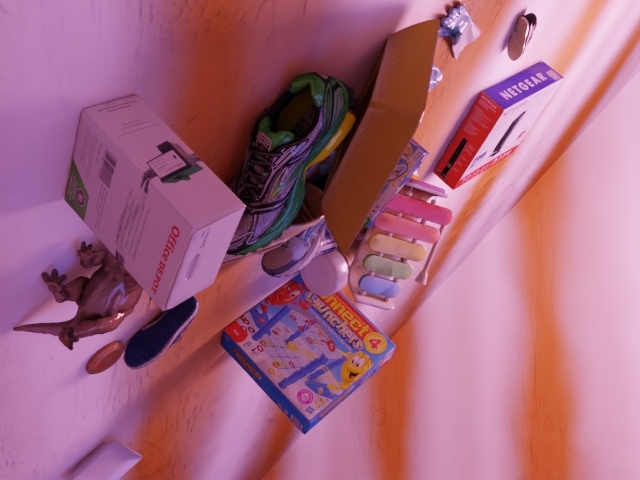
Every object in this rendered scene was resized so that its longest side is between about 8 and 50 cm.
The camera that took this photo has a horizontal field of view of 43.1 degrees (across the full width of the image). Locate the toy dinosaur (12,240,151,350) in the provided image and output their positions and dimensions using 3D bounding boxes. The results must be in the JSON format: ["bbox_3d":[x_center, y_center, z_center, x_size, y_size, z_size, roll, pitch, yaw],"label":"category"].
[{"bbox_3d":[-0.313,0.078,1.248,0.295,0.127,0.200,-40,170,2],"label":"toy dinosaur"}]

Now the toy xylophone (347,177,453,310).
[{"bbox_3d":[0.195,0.006,1.870,0.236,0.081,0.323,7,111,-27],"label":"toy xylophone"}]

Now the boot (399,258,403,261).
[{"bbox_3d":[0.142,0.057,2.214,0.152,0.073,0.197,-13,-176,16],"label":"boot"}]

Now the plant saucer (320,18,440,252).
[{"bbox_3d":[0.094,-0.199,1.433,0.333,0.080,0.333,-75,-171,-47],"label":"plant saucer"}]

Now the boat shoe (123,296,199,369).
[{"bbox_3d":[-0.304,0.186,1.590,0.183,0.066,0.066,-43,164,-9],"label":"boat shoe"}]

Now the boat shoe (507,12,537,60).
[{"bbox_3d":[0.477,-0.479,1.917,0.042,0.049,0.133,-29,153,-22],"label":"boat shoe"}]

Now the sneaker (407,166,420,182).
[{"bbox_3d":[0.156,-0.185,1.814,0.225,0.088,0.093,17,78,-60],"label":"sneaker"}]

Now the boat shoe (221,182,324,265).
[{"bbox_3d":[-0.112,-0.027,1.496,0.302,0.109,0.098,-24,159,-38],"label":"boat shoe"}]

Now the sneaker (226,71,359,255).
[{"bbox_3d":[-0.085,-0.130,1.319,0.344,0.134,0.146,-58,154,9],"label":"sneaker"}]

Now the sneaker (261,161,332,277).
[{"bbox_3d":[-0.040,-0.051,1.652,0.283,0.110,0.122,-51,144,9],"label":"sneaker"}]

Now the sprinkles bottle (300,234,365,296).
[{"bbox_3d":[0.101,0.022,2.067,0.355,0.121,0.121,-28,156,-45],"label":"sprinkles bottle"}]

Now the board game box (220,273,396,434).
[{"bbox_3d":[-0.030,0.257,1.982,0.302,0.308,0.086,-36,159,-30],"label":"board game box"}]

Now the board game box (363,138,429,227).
[{"bbox_3d":[0.111,-0.146,1.682,0.201,0.136,0.035,-53,162,21],"label":"board game box"}]

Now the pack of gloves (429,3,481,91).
[{"bbox_3d":[0.251,-0.371,1.648,0.195,0.046,0.232,-51,162,13],"label":"pack of gloves"}]

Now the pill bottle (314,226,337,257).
[{"bbox_3d":[0.000,0.000,1.870,0.120,0.067,0.067,-17,147,-57],"label":"pill bottle"}]

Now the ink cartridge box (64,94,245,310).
[{"bbox_3d":[-0.212,-0.047,1.014,0.092,0.219,0.160,-28,156,-43],"label":"ink cartridge box"}]

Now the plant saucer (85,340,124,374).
[{"bbox_3d":[-0.405,0.224,1.532,0.083,0.013,0.083,-40,162,-16],"label":"plant saucer"}]

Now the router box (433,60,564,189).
[{"bbox_3d":[0.495,-0.321,2.259,0.335,0.082,0.301,-30,157,-40],"label":"router box"}]

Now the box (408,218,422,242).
[{"bbox_3d":[0.204,-0.039,1.990,0.145,0.038,0.186,-61,158,3],"label":"box"}]

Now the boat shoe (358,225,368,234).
[{"bbox_3d":[0.142,-0.109,1.948,0.285,0.089,0.105,-31,143,-48],"label":"boat shoe"}]

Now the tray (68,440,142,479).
[{"bbox_3d":[-0.523,0.547,1.964,0.145,0.030,0.270,-42,162,-15],"label":"tray"}]
